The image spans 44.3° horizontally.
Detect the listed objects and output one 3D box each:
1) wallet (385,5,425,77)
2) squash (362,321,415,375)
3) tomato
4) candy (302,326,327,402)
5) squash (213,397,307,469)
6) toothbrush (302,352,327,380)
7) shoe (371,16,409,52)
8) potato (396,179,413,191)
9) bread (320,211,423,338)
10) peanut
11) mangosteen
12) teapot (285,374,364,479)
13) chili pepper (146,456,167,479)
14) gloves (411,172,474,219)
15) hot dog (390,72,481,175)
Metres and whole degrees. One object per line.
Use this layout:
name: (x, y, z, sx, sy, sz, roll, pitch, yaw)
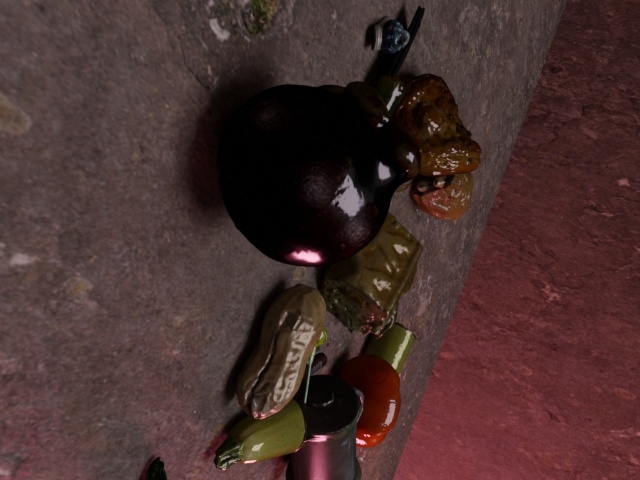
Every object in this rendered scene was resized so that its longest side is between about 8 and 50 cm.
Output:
wallet: (0.174, -0.404, 1.776, 0.124, 0.025, 0.244, 117, -1, -69)
squash: (0.189, 0.378, 2.433, 0.247, 0.132, 0.132, -63, 159, -18)
tomato: (0.121, 0.449, 2.208, 0.260, 0.179, 0.260, -164, -90, -76)
candy: (-0.022, 0.286, 1.852, 0.062, 0.058, 0.194, 26, 70, -54)
squash: (-0.120, 0.413, 1.664, 0.287, 0.137, 0.137, 1, 107, -67)
toothbrush: (-0.069, 0.326, 1.841, 0.364, 0.040, 0.041, -18, 125, -65)
shoe: (0.155, -0.436, 1.675, 0.143, 0.071, 0.064, -49, 152, -60)
potato: (0.181, -0.173, 1.966, 0.170, 0.079, 0.107, -17, 93, -66)
bread: (0.125, 0.080, 1.911, 0.196, 0.238, 0.252, -29, -161, 53)
peanut: (-0.078, 0.222, 1.593, 0.290, 0.130, 0.130, -67, 160, -13)
mangosteen: (0.000, -0.101, 1.215, 0.297, 0.313, 0.297, -1, 90, -79)
teapot: (0.023, 0.477, 1.977, 0.270, 0.200, 0.337, -40, 143, -35)
chili pepper: (-0.279, 0.507, 1.417, 0.122, 0.065, 0.279, -53, 150, -32)
gloves: (0.396, -0.165, 2.436, 0.356, 0.155, 0.203, 5, 99, -66)
hot dog: (0.285, -0.273, 1.961, 0.267, 0.174, 0.387, 65, 25, 3)
